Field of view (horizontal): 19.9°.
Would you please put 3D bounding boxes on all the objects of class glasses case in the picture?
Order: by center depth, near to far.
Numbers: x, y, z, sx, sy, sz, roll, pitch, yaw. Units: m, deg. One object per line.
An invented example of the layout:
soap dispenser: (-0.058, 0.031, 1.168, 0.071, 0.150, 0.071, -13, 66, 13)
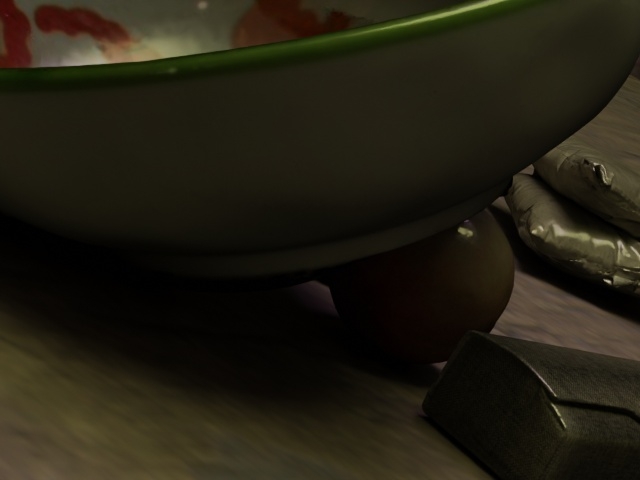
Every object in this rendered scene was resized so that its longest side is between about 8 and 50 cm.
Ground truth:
glasses case: (0.137, 0.082, 0.798, 0.205, 0.047, 0.071, 13, 20, -47)

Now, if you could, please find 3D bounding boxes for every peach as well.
peach: (0.042, 0.016, 0.800, 0.083, 0.083, 0.083, 25, 13, -6)

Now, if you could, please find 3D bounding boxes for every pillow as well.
pillow: (0.185, -0.014, 1.194, 0.134, 0.078, 0.181, 27, 10, -12)

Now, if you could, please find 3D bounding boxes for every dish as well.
dish: (-0.013, -0.060, 0.760, 0.324, 0.124, 0.324, -8, 20, 3)
